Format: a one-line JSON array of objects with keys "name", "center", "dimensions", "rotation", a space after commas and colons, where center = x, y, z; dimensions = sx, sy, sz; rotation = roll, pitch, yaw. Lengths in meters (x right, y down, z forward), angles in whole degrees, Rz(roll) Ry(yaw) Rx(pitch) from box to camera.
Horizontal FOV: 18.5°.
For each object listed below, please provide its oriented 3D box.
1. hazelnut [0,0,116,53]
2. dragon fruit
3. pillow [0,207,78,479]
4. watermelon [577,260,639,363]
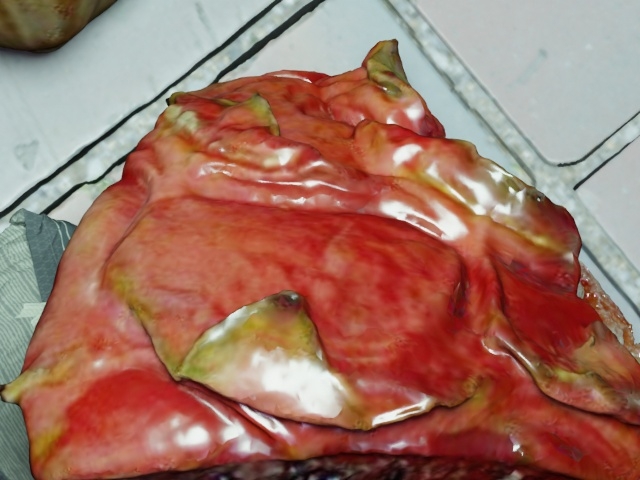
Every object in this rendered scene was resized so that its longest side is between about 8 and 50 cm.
[{"name": "hazelnut", "center": [-0.184, -0.219, 1.165], "dimensions": [0.210, 0.186, 0.210], "rotation": [7, 65, -14]}, {"name": "dragon fruit", "center": [0.007, -0.003, 1.080], "dimensions": [0.286, 0.228, 0.329], "rotation": [21, 58, -37]}, {"name": "pillow", "center": [-0.120, 0.142, 1.162], "dimensions": [0.161, 0.092, 0.335], "rotation": [-35, 87, -6]}, {"name": "watermelon", "center": [0.119, 0.056, 1.218], "dimensions": [0.187, 0.071, 0.139], "rotation": [1, 77, -6]}]
